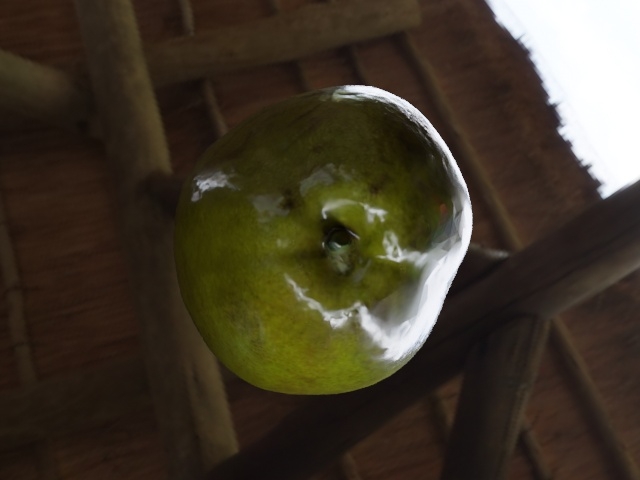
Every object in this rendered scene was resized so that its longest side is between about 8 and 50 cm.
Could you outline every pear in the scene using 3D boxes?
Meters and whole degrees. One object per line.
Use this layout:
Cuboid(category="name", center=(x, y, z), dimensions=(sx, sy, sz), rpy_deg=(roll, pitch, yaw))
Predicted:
Cuboid(category="pear", center=(0.000, 0.000, 0.959), dimensions=(0.269, 0.269, 0.321), rpy_deg=(51, 173, -3))
